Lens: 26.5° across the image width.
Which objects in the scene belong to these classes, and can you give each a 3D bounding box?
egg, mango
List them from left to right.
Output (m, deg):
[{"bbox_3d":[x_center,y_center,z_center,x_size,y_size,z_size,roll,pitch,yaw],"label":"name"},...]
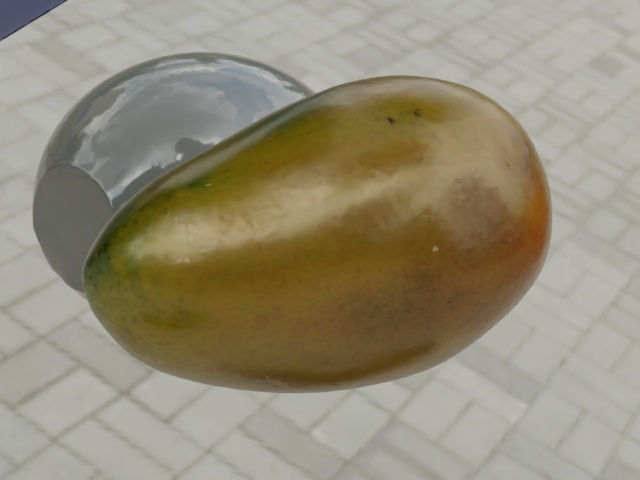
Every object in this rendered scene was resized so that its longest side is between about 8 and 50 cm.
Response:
[{"bbox_3d":[-0.075,-0.035,0.888,0.176,0.176,0.232,39,33,27],"label":"egg"},{"bbox_3d":[0.003,0.003,0.468,0.163,0.111,0.089,-24,41,-9],"label":"mango"}]

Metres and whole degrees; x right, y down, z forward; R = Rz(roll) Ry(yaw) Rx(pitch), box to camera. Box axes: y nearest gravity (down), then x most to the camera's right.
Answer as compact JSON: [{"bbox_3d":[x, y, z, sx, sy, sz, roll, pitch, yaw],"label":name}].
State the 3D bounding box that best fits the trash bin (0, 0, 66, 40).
[{"bbox_3d":[-0.130,-0.126,0.406,0.162,0.234,0.184,53,-1,9],"label":"trash bin"}]
